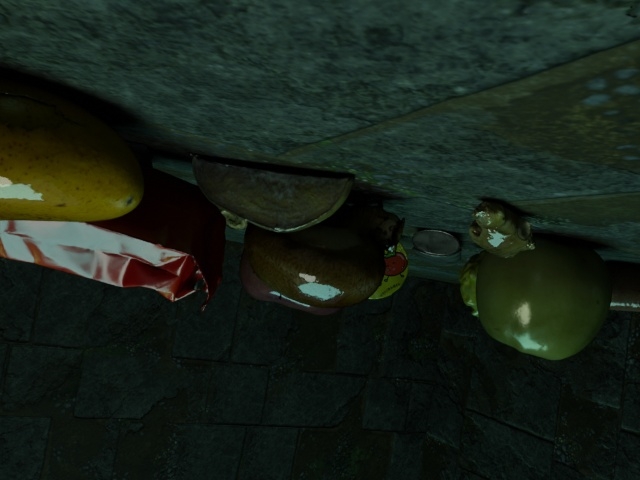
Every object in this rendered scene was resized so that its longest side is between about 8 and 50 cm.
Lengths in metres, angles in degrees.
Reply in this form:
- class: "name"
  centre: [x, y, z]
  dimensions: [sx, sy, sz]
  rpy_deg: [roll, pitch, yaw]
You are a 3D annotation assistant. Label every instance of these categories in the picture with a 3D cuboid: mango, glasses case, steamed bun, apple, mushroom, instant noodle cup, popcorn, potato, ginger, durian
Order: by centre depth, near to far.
- class: "mango"
  centre: [-0.341, -0.096, 0.680]
  dimensions: [0.291, 0.159, 0.191]
  rpy_deg: [13, 157, -35]
- class: "potato"
  centre: [-0.076, -0.061, 0.921]
  dimensions: [0.262, 0.100, 0.120]
  rpy_deg: [9, 175, 12]
- class: "ginger"
  centre: [0.273, -0.023, 0.930]
  dimensions: [0.096, 0.067, 0.165]
  rpy_deg: [5, 161, 42]
- class: "mushroom"
  centre: [0.005, 0.013, 1.023]
  dimensions: [0.279, 0.162, 0.297]
  rpy_deg: [2, -158, 10]
- class: "apple"
  centre: [0.436, 0.106, 1.173]
  dimensions: [0.263, 0.262, 0.262]
  rpy_deg: [9, 176, 1]
- class: "steamed bun"
  centre: [0.725, 0.106, 1.376]
  dimensions: [0.145, 0.106, 0.175]
  rpy_deg: [2, -173, 21]
- class: "apple"
  centre: [-0.046, 0.052, 1.440]
  dimensions: [0.306, 0.234, 0.305]
  rpy_deg: [14, 173, 2]
- class: "durian"
  centre: [-0.211, -0.061, 1.453]
  dimensions: [0.130, 0.066, 0.052]
  rpy_deg: [18, -179, 39]
- class: "glasses case"
  centre: [0.294, 0.023, 1.454]
  dimensions: [0.114, 0.060, 0.299]
  rpy_deg: [8, 176, 15]
- class: "popcorn"
  centre: [0.473, 0.111, 1.460]
  dimensions: [0.256, 0.194, 0.255]
  rpy_deg: [9, -175, 9]
- class: "instant noodle cup"
  centre: [0.142, 0.061, 1.618]
  dimensions: [0.182, 0.182, 0.144]
  rpy_deg: [10, -176, -2]

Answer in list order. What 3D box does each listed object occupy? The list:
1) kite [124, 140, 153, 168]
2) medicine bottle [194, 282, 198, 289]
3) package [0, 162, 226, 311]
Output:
- class: "kite"
  centre: [-0.352, -0.077, 1.038]
  dimensions: [0.204, 0.022, 0.360]
  rpy_deg: [4, 154, 8]
- class: "medicine bottle"
  centre: [-0.368, 0.007, 1.523]
  dimensions: [0.139, 0.236, 0.139]
  rpy_deg: [10, 175, 1]
- class: "package"
  centre: [-0.332, -0.038, 0.880]
  dimensions: [0.424, 0.123, 0.195]
  rpy_deg: [20, -144, -19]
